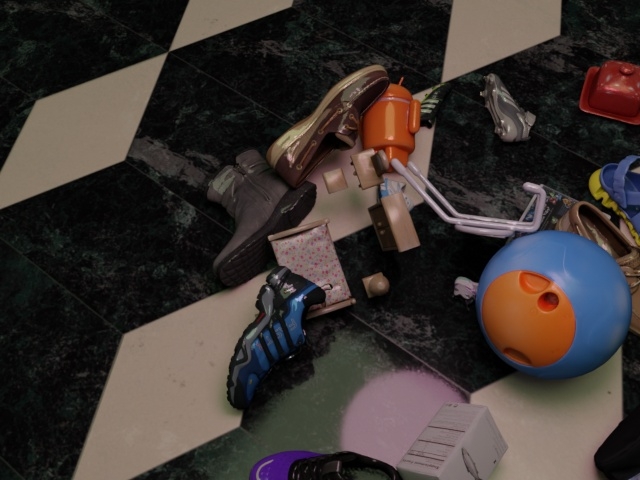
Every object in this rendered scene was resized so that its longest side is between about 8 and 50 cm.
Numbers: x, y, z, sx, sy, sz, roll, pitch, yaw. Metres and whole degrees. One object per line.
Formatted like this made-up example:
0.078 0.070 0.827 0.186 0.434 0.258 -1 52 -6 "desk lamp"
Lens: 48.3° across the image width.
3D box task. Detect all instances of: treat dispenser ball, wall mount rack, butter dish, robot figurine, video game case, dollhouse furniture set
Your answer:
0.448 0.124 1.383 0.288 0.288 0.288 -1 60 2 "treat dispenser ball"
0.305 -0.087 1.485 0.304 0.350 0.130 9 96 15 "wall mount rack"
0.742 -0.389 1.764 0.160 0.118 0.160 18 62 12 "butter dish"
0.161 -0.278 1.704 0.128 0.158 0.219 2 79 -8 "robot figurine"
0.539 -0.021 1.617 0.173 0.022 0.190 29 66 17 "video game case"
0.000 0.000 1.470 0.356 0.174 0.303 -19 89 -7 "dollhouse furniture set"

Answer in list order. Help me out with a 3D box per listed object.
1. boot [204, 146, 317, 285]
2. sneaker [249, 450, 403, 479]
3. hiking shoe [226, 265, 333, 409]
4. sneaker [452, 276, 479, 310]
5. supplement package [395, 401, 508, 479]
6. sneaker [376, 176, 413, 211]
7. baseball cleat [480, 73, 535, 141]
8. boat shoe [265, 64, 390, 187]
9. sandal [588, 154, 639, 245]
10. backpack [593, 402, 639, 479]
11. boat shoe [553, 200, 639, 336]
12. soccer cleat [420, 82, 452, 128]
-0.185 -0.058 1.631 0.223 0.118 0.338 29 54 21 "boot"
0.011 0.429 1.309 0.294 0.146 0.102 3 60 4 "sneaker"
-0.090 0.207 1.417 0.132 0.113 0.304 22 93 7 "hiking shoe"
0.333 0.122 1.537 0.098 0.038 0.069 11 62 19 "sneaker"
0.241 0.394 1.298 0.105 0.105 0.179 -7 28 50 "supplement package"
0.174 -0.066 1.634 0.083 0.071 0.190 3 61 -3 "sneaker"
0.471 -0.328 1.780 0.110 0.072 0.205 0 64 -13 "baseball cleat"
0.039 -0.250 1.609 0.342 0.123 0.123 -40 69 -4 "boat shoe"
0.736 -0.071 1.573 0.126 0.138 0.317 -35 66 -19 "sandal"
0.708 0.425 1.222 0.355 0.273 0.290 42 104 8 "backpack"
0.631 0.067 1.498 0.122 0.110 0.341 -34 73 -19 "boat shoe"
0.274 -0.327 1.789 0.179 0.060 0.072 -40 75 -11 "soccer cleat"
